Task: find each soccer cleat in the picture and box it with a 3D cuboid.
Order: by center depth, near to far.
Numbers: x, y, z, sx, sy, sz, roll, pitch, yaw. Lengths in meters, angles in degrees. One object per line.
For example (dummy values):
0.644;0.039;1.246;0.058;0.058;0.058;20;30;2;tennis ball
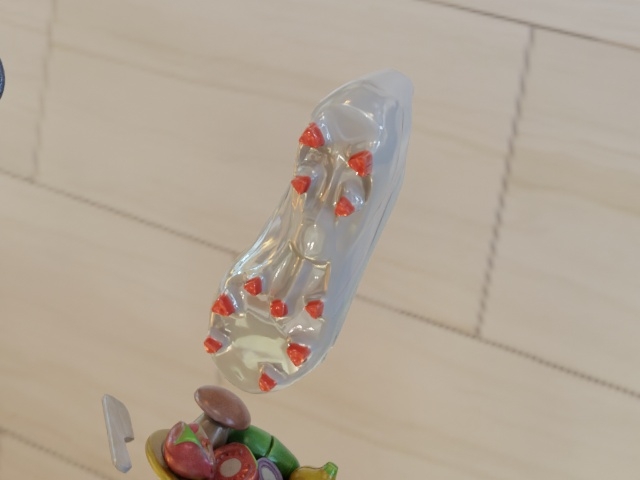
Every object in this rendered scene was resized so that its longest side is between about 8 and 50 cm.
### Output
0.000;0.000;0.924;0.068;0.076;0.196;33;128;10;soccer cleat

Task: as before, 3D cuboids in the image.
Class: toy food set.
-0.063;0.172;1.464;0.218;0.128;0.071;30;104;-14;toy food set

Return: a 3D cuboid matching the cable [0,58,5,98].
-0.235;-0.074;0.774;0.150;0.184;0.047;53;160;25;cable
